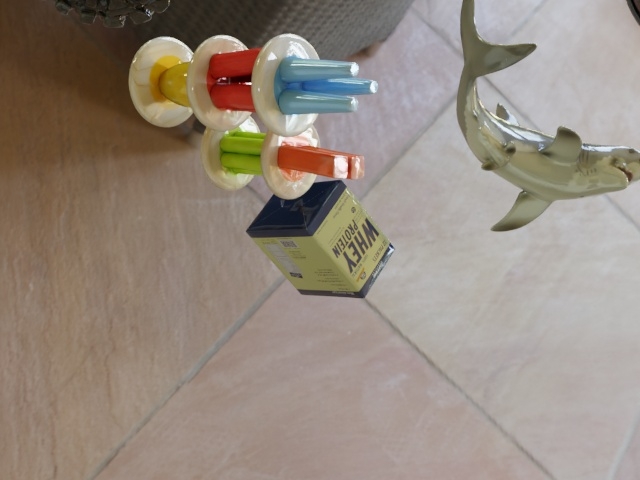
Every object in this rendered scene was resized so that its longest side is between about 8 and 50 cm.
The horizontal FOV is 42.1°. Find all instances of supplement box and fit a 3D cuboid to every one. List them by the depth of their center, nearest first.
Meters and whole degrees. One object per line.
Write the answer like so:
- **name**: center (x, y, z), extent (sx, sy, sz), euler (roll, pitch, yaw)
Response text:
- **supplement box**: center (0.000, 0.000, 0.696), extent (0.083, 0.083, 0.056), euler (50, 59, -28)

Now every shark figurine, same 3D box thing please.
- **shark figurine**: center (0.185, -0.118, 0.816), extent (0.278, 0.166, 0.116), euler (32, 37, -34)

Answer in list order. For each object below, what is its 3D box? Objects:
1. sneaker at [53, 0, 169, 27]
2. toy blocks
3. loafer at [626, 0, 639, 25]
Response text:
- **sneaker**: center (-0.243, -0.302, 0.586), extent (0.343, 0.134, 0.146), euler (37, 42, -41)
- **toy blocks**: center (-0.020, -0.065, 0.468), extent (0.123, 0.148, 0.054), euler (45, 64, -45)
- **loafer**: center (0.467, -0.358, 1.113), extent (0.302, 0.095, 0.109), euler (41, 86, -27)
